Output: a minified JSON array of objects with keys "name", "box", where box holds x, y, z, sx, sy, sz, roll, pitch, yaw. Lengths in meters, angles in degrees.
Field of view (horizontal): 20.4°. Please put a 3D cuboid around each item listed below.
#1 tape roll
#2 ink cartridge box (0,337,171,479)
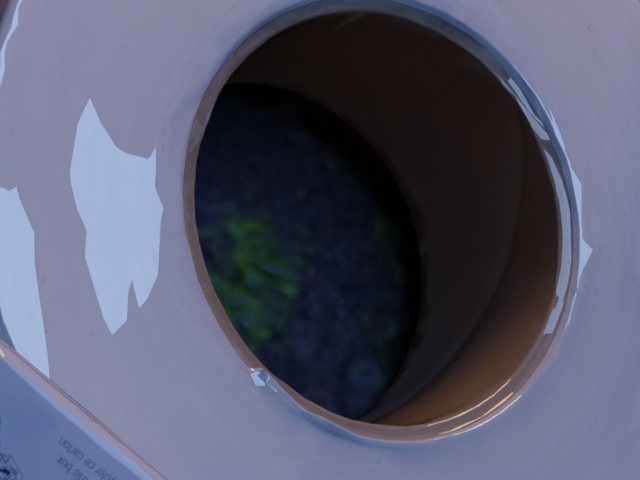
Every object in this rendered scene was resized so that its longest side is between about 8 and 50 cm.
[{"name":"tape roll","box":[0.000,0.000,0.618,0.286,0.100,0.286,6,76,-28]},{"name":"ink cartridge box","box":[-0.131,0.202,0.461,0.165,0.065,0.332,42,80,-9]}]
